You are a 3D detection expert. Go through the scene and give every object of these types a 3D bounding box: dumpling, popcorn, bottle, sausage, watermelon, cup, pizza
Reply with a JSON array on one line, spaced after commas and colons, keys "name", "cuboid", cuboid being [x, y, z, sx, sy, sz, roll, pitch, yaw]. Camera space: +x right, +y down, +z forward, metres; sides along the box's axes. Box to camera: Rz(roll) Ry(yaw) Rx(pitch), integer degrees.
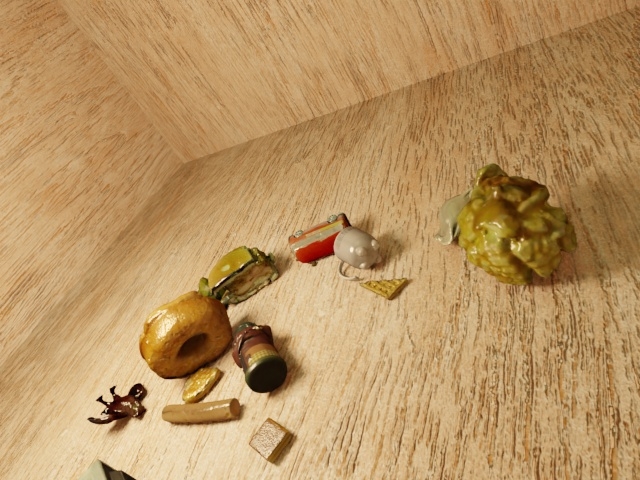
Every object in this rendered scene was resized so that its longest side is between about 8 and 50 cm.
[{"name": "dumpling", "cuboid": [0.450, -0.074, 1.395, 0.229, 0.124, 0.151, -56, 1, -20]}, {"name": "popcorn", "cuboid": [0.528, -0.035, 1.155, 0.279, 0.274, 0.335, -57, 21, 15]}, {"name": "bottle", "cuboid": [-0.208, 0.355, 1.347, 0.156, 0.143, 0.271, -37, 32, -7]}, {"name": "sausage", "cuboid": [-0.389, 0.544, 1.322, 0.301, 0.066, 0.066, -17, 36, 25]}, {"name": "watermelon", "cuboid": [-0.449, 0.256, 1.740, 0.128, 0.159, 0.303, 6, 35, -12]}, {"name": "cup", "cuboid": [0.126, 0.047, 1.479, 0.173, 0.134, 0.142, -40, 36, -14]}, {"name": "pizza", "cuboid": [-0.413, 0.495, 1.430, 0.160, 0.036, 0.099, -43, 35, -17]}]

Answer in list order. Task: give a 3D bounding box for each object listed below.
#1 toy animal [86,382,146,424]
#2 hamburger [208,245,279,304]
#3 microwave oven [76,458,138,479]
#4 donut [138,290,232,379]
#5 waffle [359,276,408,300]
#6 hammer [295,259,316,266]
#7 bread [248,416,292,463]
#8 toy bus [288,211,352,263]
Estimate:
[{"name": "toy animal", "cuboid": [-0.713, 0.606, 1.508, 0.179, 0.116, 0.218, 19, 24, 19]}, {"name": "hamburger", "cuboid": [-0.319, 0.127, 1.708, 0.288, 0.168, 0.192, -34, 34, -1]}, {"name": "microwave oven", "cuboid": [-0.521, 0.772, 0.993, 0.286, 0.218, 0.355, -46, 35, -22]}, {"name": "donut", "cuboid": [-0.469, 0.337, 1.470, 0.150, 0.299, 0.317, 39, 107, 44]}, {"name": "waffle", "cuboid": [0.208, 0.142, 1.388, 0.097, 0.023, 0.152, -44, 34, -19]}, {"name": "hammer", "cuboid": [-0.062, 0.088, 1.690, 0.029, 0.014, 0.123, -39, 30, -30]}, {"name": "bread", "cuboid": [-0.136, 0.545, 1.136, 0.094, 0.035, 0.090, 10, 51, 47]}, {"name": "toy bus", "cuboid": [0.000, 0.000, 1.653, 0.265, 0.121, 0.120, -22, 39, 13]}]
